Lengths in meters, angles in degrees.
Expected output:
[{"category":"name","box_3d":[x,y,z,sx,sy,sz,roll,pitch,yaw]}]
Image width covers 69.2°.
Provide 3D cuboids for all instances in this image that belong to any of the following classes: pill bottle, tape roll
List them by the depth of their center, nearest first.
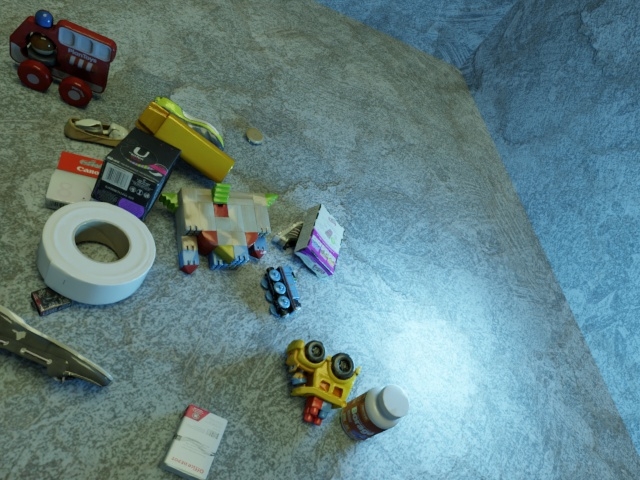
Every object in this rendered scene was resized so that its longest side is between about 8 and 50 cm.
[{"category":"tape roll","box_3d":[-0.607,0.030,1.266,0.286,0.100,0.286,24,40,-23]},{"category":"pill bottle","box_3d":[0.161,0.502,1.366,0.121,0.216,0.121,18,49,-22]}]

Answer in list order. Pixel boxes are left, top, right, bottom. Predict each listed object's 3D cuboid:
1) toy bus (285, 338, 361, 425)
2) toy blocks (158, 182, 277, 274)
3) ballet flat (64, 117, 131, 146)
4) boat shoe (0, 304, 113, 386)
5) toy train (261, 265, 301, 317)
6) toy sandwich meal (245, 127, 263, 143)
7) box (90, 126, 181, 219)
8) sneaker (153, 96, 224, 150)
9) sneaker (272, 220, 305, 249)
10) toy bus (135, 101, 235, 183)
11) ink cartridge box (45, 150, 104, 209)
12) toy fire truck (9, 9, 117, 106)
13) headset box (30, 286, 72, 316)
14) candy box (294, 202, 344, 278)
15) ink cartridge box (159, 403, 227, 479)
[{"category":"toy bus","box_3d":[-0.017,0.424,1.377,0.220,0.149,0.212,28,62,-10]},{"category":"toy blocks","box_3d":[-0.310,-0.025,1.505,0.381,0.190,0.261,1,69,-33]},{"category":"ballet flat","box_3d":[-0.713,-0.357,1.533,0.232,0.073,0.080,0,58,-35]},{"category":"boat shoe","box_3d":[-0.651,0.270,1.083,0.335,0.112,0.096,32,62,-2]},{"category":"toy train","box_3d":[-0.123,0.168,1.531,0.105,0.080,0.184,1,57,-41]},{"category":"toy sandwich meal","box_3d":[-0.276,-0.431,1.920,0.085,0.029,0.086,18,53,-26]},{"category":"box","box_3d":[-0.558,-0.212,1.428,0.165,0.143,0.270,26,28,-17]},{"category":"sneaker","box_3d":[-0.498,-0.396,1.705,0.299,0.111,0.121,28,62,-11]},{"category":"sneaker","box_3d":[-0.099,-0.015,1.699,0.170,0.063,0.075,-32,86,-46]},{"category":"toy bus","box_3d":[-0.465,-0.334,1.600,0.332,0.108,0.130,36,-1,-24]},{"category":"ink cartridge box","box_3d":[-0.710,-0.181,1.416,0.189,0.066,0.232,13,55,-27]},{"category":"toy fire truck","box_3d":[-0.837,-0.609,1.512,0.302,0.254,0.169,20,48,-21]},{"category":"headset box","box_3d":[-0.692,0.152,1.186,0.083,0.032,0.062,-22,71,-42]},{"category":"candy box","box_3d":[0.000,0.000,1.709,0.159,0.071,0.233,48,39,-29]},{"category":"ink cartridge box","box_3d":[-0.313,0.504,1.152,0.109,0.063,0.151,30,46,-12]}]
